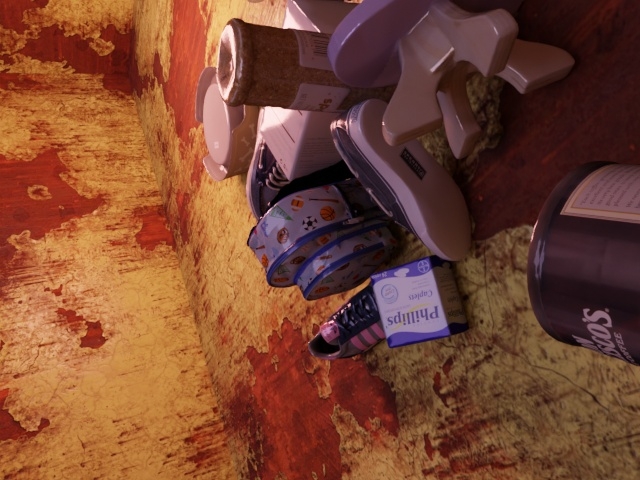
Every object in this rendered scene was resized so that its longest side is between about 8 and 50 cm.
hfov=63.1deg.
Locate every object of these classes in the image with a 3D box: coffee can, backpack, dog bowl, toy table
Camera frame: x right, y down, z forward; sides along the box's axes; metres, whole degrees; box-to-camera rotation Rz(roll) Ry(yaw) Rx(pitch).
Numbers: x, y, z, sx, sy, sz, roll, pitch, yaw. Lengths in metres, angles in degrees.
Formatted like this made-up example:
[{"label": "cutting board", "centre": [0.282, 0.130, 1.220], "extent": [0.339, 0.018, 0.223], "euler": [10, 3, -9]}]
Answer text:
[{"label": "coffee can", "centre": [0.359, 0.034, 0.449], "extent": [0.275, 0.202, 0.201], "euler": [16, 112, 59]}, {"label": "backpack", "centre": [0.000, 0.000, 1.032], "extent": [0.213, 0.263, 0.276], "euler": [64, 146, 28]}, {"label": "dog bowl", "centre": [-0.293, -0.363, 1.634], "extent": [0.349, 0.102, 0.348], "euler": [27, 122, 57]}, {"label": "toy table", "centre": [0.167, -0.230, 0.671], "extent": [0.160, 0.274, 0.252], "euler": [66, -173, 22]}]

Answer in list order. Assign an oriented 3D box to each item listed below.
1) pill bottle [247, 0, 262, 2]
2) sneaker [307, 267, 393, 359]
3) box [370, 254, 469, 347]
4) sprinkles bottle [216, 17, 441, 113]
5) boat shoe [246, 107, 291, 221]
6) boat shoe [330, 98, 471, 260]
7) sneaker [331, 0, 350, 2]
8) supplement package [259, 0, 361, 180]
[{"label": "pill bottle", "centre": [-0.176, -0.690, 1.360], "extent": [0.067, 0.067, 0.120], "euler": [-5, 94, 62]}, {"label": "sneaker", "centre": [0.075, 0.171, 1.082], "extent": [0.112, 0.131, 0.319], "euler": [64, 147, 28]}, {"label": "box", "centre": [0.170, 0.106, 0.906], "extent": [0.126, 0.072, 0.137], "euler": [-22, 78, 37]}, {"label": "sprinkles bottle", "centre": [0.027, -0.255, 0.804], "extent": [0.121, 0.356, 0.121], "euler": [8, 99, 63]}, {"label": "boat shoe", "centre": [-0.106, -0.175, 1.314], "extent": [0.158, 0.127, 0.340], "euler": [-133, 43, -57]}, {"label": "boat shoe", "centre": [0.126, -0.083, 0.822], "extent": [0.301, 0.108, 0.102], "euler": [46, 153, -22]}, {"label": "sneaker", "centre": [0.058, -0.630, 0.893], "extent": [0.410, 0.158, 0.182], "euler": [127, 145, -47]}, {"label": "supplement package", "centre": [0.014, -0.287, 1.011], "extent": [0.175, 0.178, 0.293], "euler": [60, 145, 35]}]
